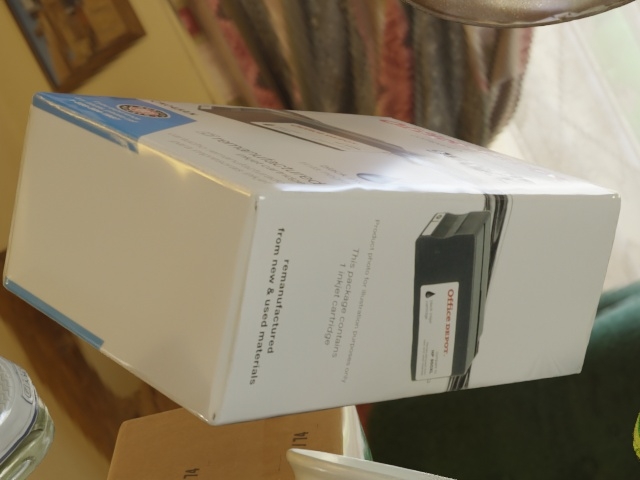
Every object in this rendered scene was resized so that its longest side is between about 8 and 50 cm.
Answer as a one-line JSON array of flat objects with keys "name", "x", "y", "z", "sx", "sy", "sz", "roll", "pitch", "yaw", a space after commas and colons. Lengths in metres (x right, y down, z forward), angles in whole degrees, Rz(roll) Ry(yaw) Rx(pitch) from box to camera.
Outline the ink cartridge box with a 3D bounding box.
[{"name": "ink cartridge box", "x": 0.000, "y": 0.000, "z": 1.045, "sx": 0.395, "sy": 0.166, "sz": 0.285, "roll": -1, "pitch": 18, "yaw": -43}]

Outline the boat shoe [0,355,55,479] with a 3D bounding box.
[{"name": "boat shoe", "x": -0.299, "y": 0.200, "z": 0.871, "sx": 0.302, "sy": 0.109, "sz": 0.094, "roll": -39, "pitch": -37, "yaw": -8}]

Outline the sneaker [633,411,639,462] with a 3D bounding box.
[{"name": "sneaker", "x": 0.343, "y": 0.134, "z": 0.921, "sx": 0.109, "sy": 0.123, "sz": 0.296, "roll": -5, "pitch": 9, "yaw": -41}]

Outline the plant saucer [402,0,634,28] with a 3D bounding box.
[{"name": "plant saucer", "x": 0.154, "y": -0.250, "z": 0.770, "sx": 0.311, "sy": 0.050, "sz": 0.310, "roll": -11, "pitch": -33, "yaw": -7}]

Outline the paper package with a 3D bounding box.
[{"name": "paper package", "x": -0.088, "y": 0.326, "z": 1.517, "sx": 0.310, "sy": 0.168, "sz": 0.325, "roll": -13, "pitch": 23, "yaw": 5}]

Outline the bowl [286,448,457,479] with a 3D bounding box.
[{"name": "bowl", "x": 0.103, "y": 0.270, "z": 1.117, "sx": 0.298, "sy": 0.134, "sz": 0.298, "roll": 13, "pitch": -7, "yaw": 1}]
